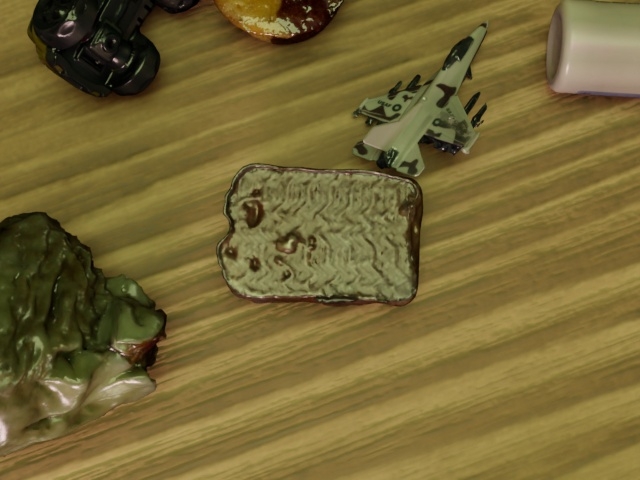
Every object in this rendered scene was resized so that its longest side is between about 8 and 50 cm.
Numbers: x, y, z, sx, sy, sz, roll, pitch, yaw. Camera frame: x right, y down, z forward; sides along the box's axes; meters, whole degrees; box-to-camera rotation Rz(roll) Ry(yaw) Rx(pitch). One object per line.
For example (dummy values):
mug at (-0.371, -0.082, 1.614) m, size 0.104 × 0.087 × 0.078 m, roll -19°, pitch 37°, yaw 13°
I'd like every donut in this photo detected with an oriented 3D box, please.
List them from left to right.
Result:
donut at (-0.043, -0.305, 1.164) m, size 0.166 × 0.073 × 0.184 m, roll -4°, pitch 79°, yaw 0°

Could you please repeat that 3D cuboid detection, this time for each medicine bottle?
medicine bottle at (0.351, -0.210, 1.133) m, size 0.187 × 0.103 × 0.103 m, roll 3°, pitch 80°, yaw 0°

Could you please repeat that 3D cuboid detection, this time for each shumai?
shumai at (-0.275, 0.109, 1.058) m, size 0.218 × 0.189 × 0.256 m, roll 14°, pitch 63°, yaw -16°

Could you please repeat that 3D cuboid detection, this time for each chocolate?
chocolate at (0.000, 0.000, 1.099) m, size 0.214 × 0.093 × 0.148 m, roll 4°, pitch 78°, yaw 0°

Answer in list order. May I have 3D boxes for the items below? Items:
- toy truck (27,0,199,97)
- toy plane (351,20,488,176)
toy truck at (-0.245, -0.277, 1.133) m, size 0.165 × 0.147 × 0.224 m, roll 20°, pitch 81°, yaw 39°
toy plane at (0.125, -0.150, 1.137) m, size 0.160 × 0.082 × 0.234 m, roll 23°, pitch 56°, yaw 35°
